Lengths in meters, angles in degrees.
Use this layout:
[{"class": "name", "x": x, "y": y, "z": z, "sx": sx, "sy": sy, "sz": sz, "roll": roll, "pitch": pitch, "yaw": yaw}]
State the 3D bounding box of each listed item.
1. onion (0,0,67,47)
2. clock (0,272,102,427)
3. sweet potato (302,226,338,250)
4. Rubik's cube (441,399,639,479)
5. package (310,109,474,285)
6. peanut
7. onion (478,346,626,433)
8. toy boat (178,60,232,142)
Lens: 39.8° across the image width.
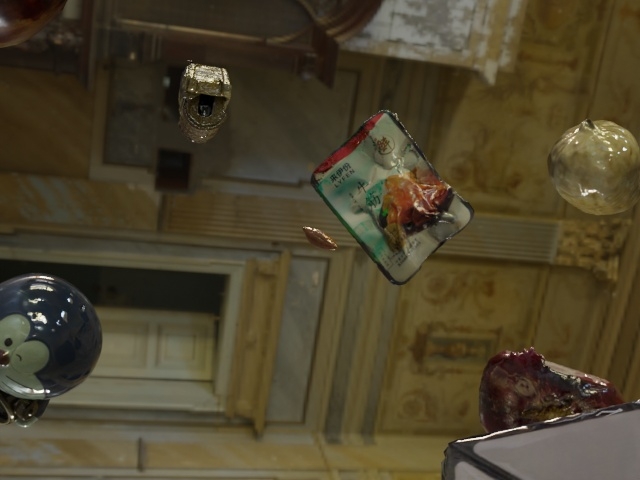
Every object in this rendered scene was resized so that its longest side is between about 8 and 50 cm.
[{"class": "onion", "x": -0.179, "y": -0.151, "z": 0.447, "sx": 0.117, "sy": 0.118, "sz": 0.119, "roll": 52, "pitch": 34, "yaw": -65}, {"class": "clock", "x": -0.379, "y": 0.129, "z": 1.105, "sx": 0.243, "sy": 0.200, "sz": 0.146, "roll": -23, "pitch": -163, "yaw": 43}, {"class": "sweet potato", "x": 0.000, "y": 0.000, "z": 1.675, "sx": 0.095, "sy": 0.034, "sz": 0.034, "roll": 33, "pitch": -58, "yaw": 39}, {"class": "Rubik's cube", "x": 0.284, "y": 0.356, "z": 0.782, "sx": 0.310, "sy": 0.305, "sz": 0.307, "roll": -81, "pitch": 150, "yaw": -54}, {"class": "package", "x": 0.099, "y": -0.064, "z": 1.272, "sx": 0.232, "sy": 0.166, "sz": 0.040, "roll": 54, "pitch": 10, "yaw": 21}, {"class": "peanut", "x": 0.397, "y": -0.103, "z": 1.265, "sx": 0.224, "sy": 0.129, "sz": 0.129, "roll": 25, "pitch": 65, "yaw": -65}, {"class": "onion", "x": 0.268, "y": 0.209, "z": 1.035, "sx": 0.135, "sy": 0.173, "sz": 0.198, "roll": -66, "pitch": 158, "yaw": -3}, {"class": "toy boat", "x": -0.159, "y": -0.176, "z": 1.174, "sx": 0.226, "sy": 0.068, "sz": 0.088, "roll": 166, "pitch": -71, "yaw": -77}]
